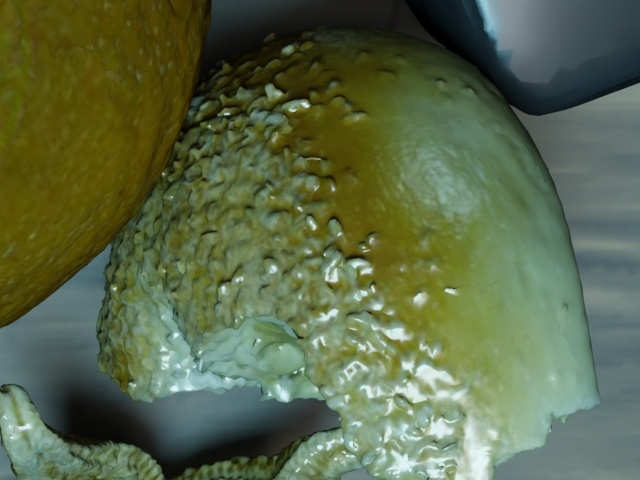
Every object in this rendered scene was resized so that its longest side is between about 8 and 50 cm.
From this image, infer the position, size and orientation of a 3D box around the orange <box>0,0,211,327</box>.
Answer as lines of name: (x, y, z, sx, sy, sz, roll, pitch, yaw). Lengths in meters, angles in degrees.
orange: (-0.229, -0.094, 0.732, 0.357, 0.322, 0.322, -23, 112, 8)

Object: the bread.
bread: (0.002, -0.004, 0.806, 0.171, 0.314, 0.192, 1, 101, -27)

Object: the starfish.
starfish: (-0.114, 0.184, 0.955, 0.375, 0.094, 0.327, -35, 128, 20)

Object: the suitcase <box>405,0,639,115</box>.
suitcase: (0.176, -0.249, 0.818, 0.345, 0.188, 0.339, -23, 111, -4)
